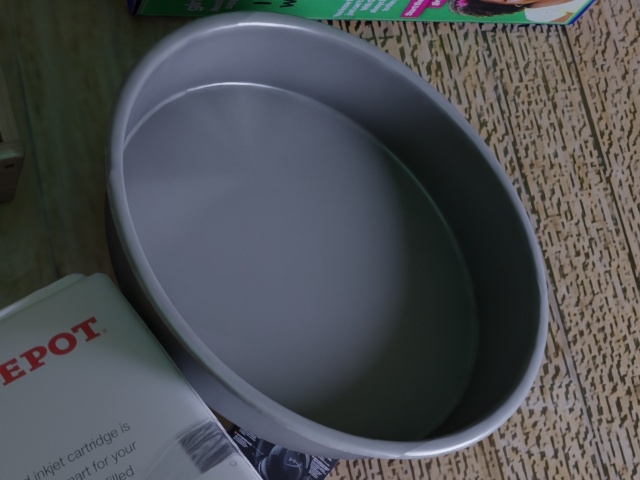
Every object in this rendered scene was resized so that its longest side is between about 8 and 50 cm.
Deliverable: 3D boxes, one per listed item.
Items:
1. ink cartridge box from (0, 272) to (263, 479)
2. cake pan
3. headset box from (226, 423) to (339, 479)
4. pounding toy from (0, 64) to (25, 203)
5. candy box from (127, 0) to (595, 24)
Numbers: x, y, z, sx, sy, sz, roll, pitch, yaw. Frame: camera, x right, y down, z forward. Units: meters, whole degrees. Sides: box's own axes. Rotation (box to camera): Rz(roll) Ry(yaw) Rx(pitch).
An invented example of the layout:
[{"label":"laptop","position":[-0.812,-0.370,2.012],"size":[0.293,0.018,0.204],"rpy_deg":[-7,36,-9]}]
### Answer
[{"label":"ink cartridge box","position":[-0.120,0.183,0.786],"size":[0.207,0.117,0.283],"rpy_deg":[-28,64,-25]},{"label":"cake pan","position":[0.000,0.000,0.916],"size":[0.293,0.054,0.293],"rpy_deg":[19,51,-25]},{"label":"headset box","position":[-0.028,0.127,0.918],"size":[0.062,0.032,0.083],"rpy_deg":[39,64,-1]},{"label":"pounding toy","position":[-0.249,-0.092,0.896],"size":[0.130,0.100,0.141],"rpy_deg":[-12,74,-21]},{"label":"candy box","position":[0.025,-0.283,1.038],"size":[0.317,0.122,0.268],"rpy_deg":[-3,71,-16]}]
